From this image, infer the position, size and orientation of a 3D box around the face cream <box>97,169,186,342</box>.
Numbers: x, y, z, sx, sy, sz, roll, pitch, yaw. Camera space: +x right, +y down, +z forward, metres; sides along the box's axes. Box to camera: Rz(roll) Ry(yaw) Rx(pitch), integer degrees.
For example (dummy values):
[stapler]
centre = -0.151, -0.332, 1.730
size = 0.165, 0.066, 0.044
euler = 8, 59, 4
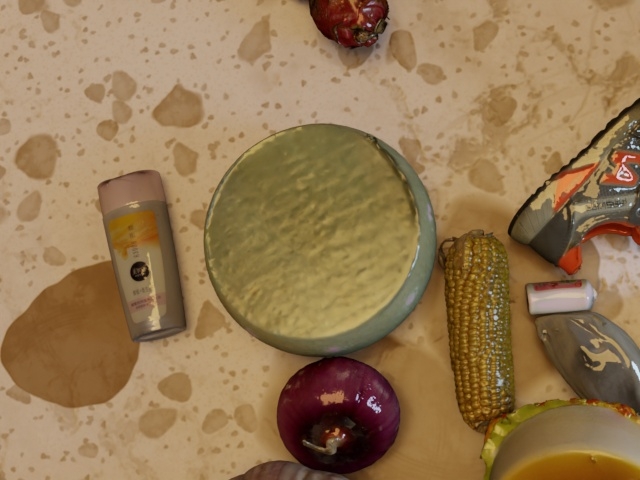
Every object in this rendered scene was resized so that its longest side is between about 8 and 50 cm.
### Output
[face cream]
centre = -0.284, 0.023, 1.515
size = 0.107, 0.073, 0.269
euler = -14, 74, 0

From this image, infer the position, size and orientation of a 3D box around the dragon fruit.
[dragon fruit]
centre = 0.013, -0.394, 1.530
size = 0.246, 0.125, 0.125
euler = 28, 54, 35

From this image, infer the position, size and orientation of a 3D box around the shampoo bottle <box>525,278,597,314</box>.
[shampoo bottle]
centre = 0.348, 0.081, 1.372
size = 0.099, 0.072, 0.043
euler = -6, 100, 10

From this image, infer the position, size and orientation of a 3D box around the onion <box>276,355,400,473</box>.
[onion]
centre = 0.026, 0.251, 1.352
size = 0.177, 0.177, 0.153
euler = -39, 38, 1

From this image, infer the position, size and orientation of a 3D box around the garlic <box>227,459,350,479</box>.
[garlic]
centre = -0.038, 0.450, 1.272
size = 0.317, 0.259, 0.317
euler = -2, 79, 8

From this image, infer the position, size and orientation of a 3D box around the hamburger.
[hamburger]
centre = 0.352, 0.345, 1.245
size = 0.276, 0.179, 0.294
euler = -20, 93, 23

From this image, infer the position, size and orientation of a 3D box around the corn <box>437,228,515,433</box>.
[corn]
centre = 0.228, 0.129, 1.371
size = 0.106, 0.106, 0.293
euler = -4, 76, 11

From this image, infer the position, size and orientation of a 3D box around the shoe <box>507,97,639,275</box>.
[shoe]
centre = 0.442, -0.074, 1.364
size = 0.336, 0.132, 0.171
euler = -42, 78, 2

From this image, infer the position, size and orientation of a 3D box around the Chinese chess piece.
[Chinese chess piece]
centre = 0.000, 0.000, 1.423
size = 0.349, 0.146, 0.349
euler = -3, 78, 12

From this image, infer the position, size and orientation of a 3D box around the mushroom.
[mushroom]
centre = 0.439, 0.220, 1.314
size = 0.109, 0.097, 0.351
euler = -46, 77, 11
